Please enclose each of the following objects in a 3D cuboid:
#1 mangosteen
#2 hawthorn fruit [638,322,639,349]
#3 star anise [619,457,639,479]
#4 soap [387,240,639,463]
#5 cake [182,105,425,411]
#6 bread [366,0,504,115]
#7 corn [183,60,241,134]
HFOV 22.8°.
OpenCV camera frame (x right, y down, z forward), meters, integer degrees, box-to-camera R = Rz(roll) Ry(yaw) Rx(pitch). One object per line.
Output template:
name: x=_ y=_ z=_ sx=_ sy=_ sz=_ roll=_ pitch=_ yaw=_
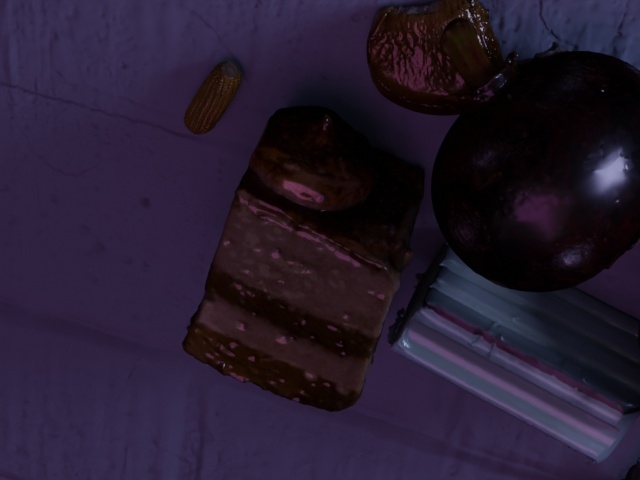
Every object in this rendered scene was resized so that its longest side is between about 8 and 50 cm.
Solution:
mangosteen: x=0.191 y=-0.089 z=1.432 sx=0.235 sy=0.235 sz=0.261 roll=-34 pitch=96 yaw=37
hawthorn fruit: x=0.431 y=0.105 z=1.490 sx=0.248 sy=0.208 sz=0.208 roll=44 pitch=129 yaw=-3
star anise: x=0.342 y=0.350 z=1.780 sx=0.212 sy=0.129 sz=0.283 roll=35 pitch=137 yaw=-28
soap: x=0.209 y=0.105 z=1.618 sx=0.261 sy=0.150 sz=0.094 roll=28 pitch=128 yaw=1
cake: x=0.000 y=0.000 z=1.602 sx=0.199 sy=0.196 sz=0.293 roll=23 pitch=126 yaw=2
bread: x=0.108 y=-0.171 z=1.519 sx=0.129 sy=0.044 sz=0.126 roll=-1 pitch=124 yaw=27
corn: x=-0.110 y=-0.146 z=1.629 sx=0.037 sy=0.037 sz=0.092 roll=33 pitch=133 yaw=-5
